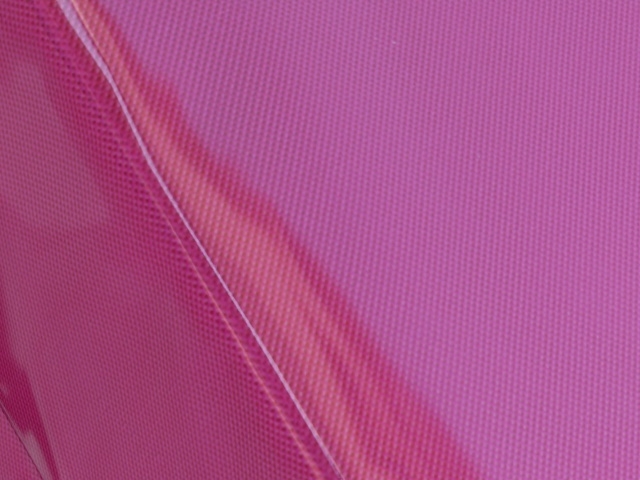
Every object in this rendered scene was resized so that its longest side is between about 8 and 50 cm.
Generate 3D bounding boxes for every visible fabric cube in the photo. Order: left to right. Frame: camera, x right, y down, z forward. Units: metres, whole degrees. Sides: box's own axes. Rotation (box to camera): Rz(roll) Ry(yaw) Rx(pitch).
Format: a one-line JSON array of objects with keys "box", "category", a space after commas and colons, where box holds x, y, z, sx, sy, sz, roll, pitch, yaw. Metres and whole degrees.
[{"box": [0.000, 0.000, 0.576, 0.254, 0.259, 0.258, -26, 77, -35], "category": "fabric cube"}]
